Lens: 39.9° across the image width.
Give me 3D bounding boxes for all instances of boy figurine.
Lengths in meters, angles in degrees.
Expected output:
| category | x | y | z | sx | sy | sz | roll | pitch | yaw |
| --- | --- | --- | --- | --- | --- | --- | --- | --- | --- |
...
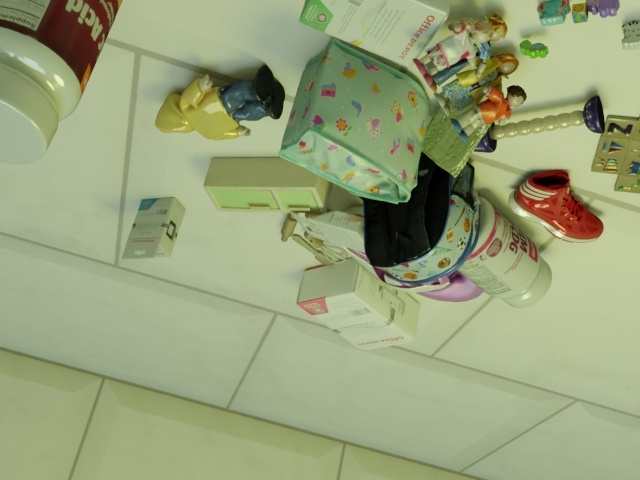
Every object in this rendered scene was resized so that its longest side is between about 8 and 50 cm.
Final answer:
| category | x | y | z | sx | sy | sz | roll | pitch | yaw |
| --- | --- | --- | --- | --- | --- | --- | --- | --- | --- |
| boy figurine | -0.211 | -0.267 | 1.800 | 0.285 | 0.092 | 0.177 | -8 | 144 | 32 |

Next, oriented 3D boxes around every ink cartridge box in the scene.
| category | x | y | z | sx | sy | sz | roll | pitch | yaw |
| --- | --- | --- | --- | --- | --- | --- | --- | --- | --- |
| ink cartridge box | -0.418 | -0.016 | 2.208 | 0.104 | 0.180 | 0.060 | -2 | 147 | 25 |
| ink cartridge box | 0.106 | 0.176 | 2.394 | 0.207 | 0.117 | 0.283 | -15 | 139 | 39 |
| ink cartridge box | 0.093 | -0.398 | 1.464 | 0.212 | 0.093 | 0.154 | 21 | 149 | -11 |
| ink cartridge box | 0.036 | -0.029 | 2.009 | 0.179 | 0.045 | 0.145 | 19 | 166 | 27 |

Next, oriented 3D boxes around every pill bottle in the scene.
| category | x | y | z | sx | sy | sz | roll | pitch | yaw |
| --- | --- | --- | --- | --- | --- | --- | --- | --- | --- |
| pill bottle | 0.396 | 0.033 | 2.002 | 0.160 | 0.160 | 0.283 | -17 | 139 | 40 |
| pill bottle | -0.485 | -0.339 | 1.482 | 0.224 | 0.392 | 0.224 | 9 | 150 | 6 |

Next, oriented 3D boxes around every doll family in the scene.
| category | x | y | z | sx | sy | sz | roll | pitch | yaw |
| --- | --- | --- | --- | --- | --- | --- | --- | --- | --- |
| doll family | 0.260 | -0.305 | 1.519 | 0.163 | 0.118 | 0.263 | -32 | 138 | 11 |

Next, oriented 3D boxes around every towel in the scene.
| category | x | y | z | sx | sy | sz | roll | pitch | yaw |
| --- | --- | --- | --- | --- | --- | --- | --- | --- | --- |
| towel | 0.257 | -0.207 | 1.692 | 0.110 | 0.027 | 0.148 | 43 | 124 | 20 |

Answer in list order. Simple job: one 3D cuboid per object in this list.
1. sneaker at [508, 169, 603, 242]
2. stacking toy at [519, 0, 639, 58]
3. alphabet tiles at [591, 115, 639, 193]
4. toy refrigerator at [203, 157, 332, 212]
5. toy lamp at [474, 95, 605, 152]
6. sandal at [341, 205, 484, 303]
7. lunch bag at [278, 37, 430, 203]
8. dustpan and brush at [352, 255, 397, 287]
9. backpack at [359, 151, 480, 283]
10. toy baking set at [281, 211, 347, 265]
| category | x | y | z | sx | sy | sz | roll | pitch | yaw |
| --- | --- | --- | --- | --- | --- | --- | --- | --- | --- |
| sneaker | 0.520 | -0.072 | 1.857 | 0.221 | 0.087 | 0.128 | 17 | 151 | -10 |
| stacking toy | 0.414 | -0.377 | 1.425 | 0.221 | 0.052 | 0.167 | -1 | 145 | 26 |
| alphabet tiles | 0.712 | -0.168 | 1.698 | 0.342 | 0.011 | 0.285 | 7 | 149 | 10 |
| toy refrigerator | -0.120 | -0.123 | 2.003 | 0.269 | 0.094 | 0.102 | 2 | 148 | 17 |
| toy lamp | 0.393 | -0.217 | 1.673 | 0.274 | 0.080 | 0.080 | -8 | 144 | 27 |
| sandal | 0.210 | 0.062 | 2.112 | 0.416 | 0.102 | 0.169 | 24 | 124 | -9 |
| lunch bag | 0.080 | -0.212 | 1.651 | 0.262 | 0.224 | 0.160 | 24 | 154 | -23 |
| dustpan and brush | 0.195 | 0.036 | 2.199 | 0.147 | 0.060 | 0.211 | 39 | 149 | -17 |
| backpack | 0.208 | -0.041 | 1.849 | 0.276 | 0.264 | 0.213 | -20 | 137 | 41 |
| toy baking set | -0.006 | -0.003 | 2.213 | 0.196 | 0.030 | 0.256 | 22 | 149 | -8 |
